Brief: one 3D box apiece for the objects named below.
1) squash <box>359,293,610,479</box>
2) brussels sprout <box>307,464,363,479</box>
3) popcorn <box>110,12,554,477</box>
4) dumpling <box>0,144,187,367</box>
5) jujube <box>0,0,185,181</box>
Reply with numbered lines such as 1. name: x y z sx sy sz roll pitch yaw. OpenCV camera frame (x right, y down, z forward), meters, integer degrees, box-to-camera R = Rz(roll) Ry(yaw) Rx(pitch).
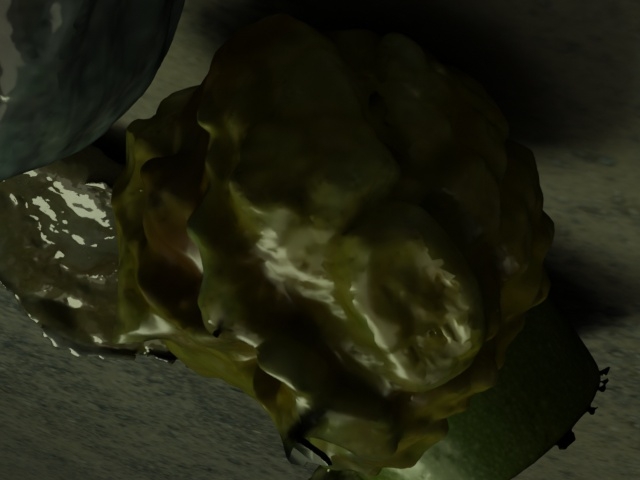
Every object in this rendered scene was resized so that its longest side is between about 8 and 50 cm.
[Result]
1. squash: 0.049 0.043 1.018 0.260 0.189 0.189 52 150 -8
2. brussels sprout: 0.071 0.287 1.527 0.183 0.131 0.145 -9 142 39
3. popcorn: 0.000 0.009 0.791 0.249 0.225 0.249 19 162 6
4. dumpling: -0.132 0.000 1.047 0.332 0.086 0.166 24 125 -18
5. jujube: -0.158 -0.145 0.509 0.246 0.215 0.308 3 141 -19
